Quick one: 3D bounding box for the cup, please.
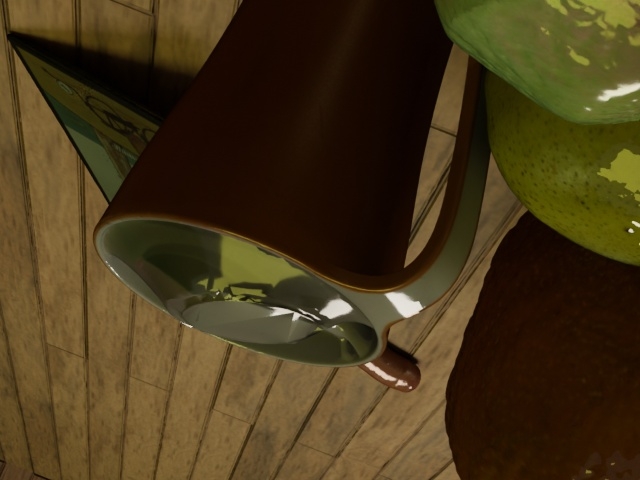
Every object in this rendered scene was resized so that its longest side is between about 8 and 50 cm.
[{"bbox_3d":[0.005,-0.055,0.847,0.226,0.264,0.182,4,152,36],"label":"cup"}]

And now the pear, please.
[{"bbox_3d":[0.187,-0.071,0.757,0.198,0.198,0.198,18,157,8],"label":"pear"}]

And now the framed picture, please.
[{"bbox_3d":[-0.133,-0.040,1.248,0.244,0.013,0.324,31,161,24],"label":"framed picture"}]

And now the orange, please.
[{"bbox_3d":[0.264,0.113,0.924,0.357,0.322,0.322,24,159,16],"label":"orange"}]

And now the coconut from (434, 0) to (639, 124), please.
[{"bbox_3d":[0.134,-0.169,0.579,0.236,0.235,0.205,1,-176,41],"label":"coconut"}]

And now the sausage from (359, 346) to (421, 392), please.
[{"bbox_3d":[0.036,0.107,1.473,0.186,0.043,0.043,37,153,-33],"label":"sausage"}]
